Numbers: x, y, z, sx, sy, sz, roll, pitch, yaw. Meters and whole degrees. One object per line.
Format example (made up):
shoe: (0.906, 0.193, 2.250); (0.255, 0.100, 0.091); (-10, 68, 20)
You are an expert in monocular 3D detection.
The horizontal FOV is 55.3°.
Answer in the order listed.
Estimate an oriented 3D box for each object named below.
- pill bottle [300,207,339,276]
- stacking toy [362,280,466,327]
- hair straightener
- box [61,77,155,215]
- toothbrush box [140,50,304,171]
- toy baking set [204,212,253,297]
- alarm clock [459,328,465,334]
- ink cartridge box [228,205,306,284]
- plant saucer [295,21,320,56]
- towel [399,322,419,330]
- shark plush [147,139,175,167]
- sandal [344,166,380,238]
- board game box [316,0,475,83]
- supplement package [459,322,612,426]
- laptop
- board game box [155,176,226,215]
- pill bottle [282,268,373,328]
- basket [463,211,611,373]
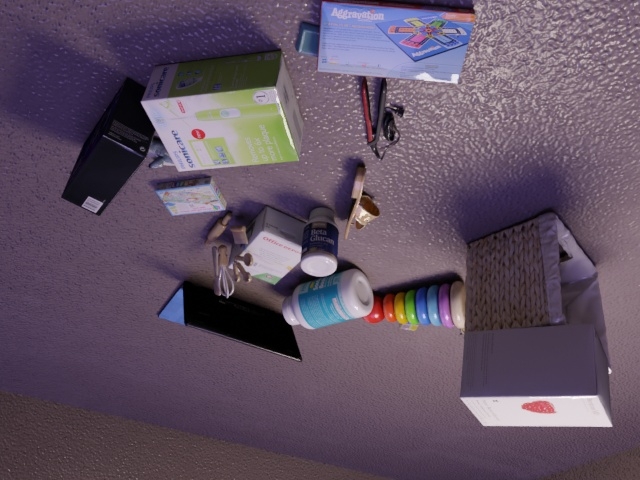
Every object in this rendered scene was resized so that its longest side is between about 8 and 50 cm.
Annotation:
pill bottle: (0.000, 0.000, 1.585); (0.094, 0.169, 0.094); (3, 143, 2)
stacking toy: (0.275, 0.203, 1.865); (0.331, 0.141, 0.141); (-5, 142, 22)
hair straightener: (0.140, -0.257, 1.327); (0.089, 0.047, 0.230); (-1, 143, 8)
box: (-0.462, -0.203, 1.360); (0.103, 0.184, 0.261); (30, 137, -25)
toothbrush box: (-0.197, -0.267, 1.295); (0.284, 0.122, 0.206); (-2, 142, 12)
toy baking set: (-0.264, 0.049, 1.687); (0.030, 0.196, 0.256); (-9, 161, -40)
alarm clock: (0.528, 0.256, 1.949); (0.192, 0.064, 0.129); (-9, 141, 21)
ink cartridge box: (-0.138, 0.018, 1.691); (0.154, 0.093, 0.212); (23, 142, -23)
plant saucer: (0.049, -0.376, 1.206); (0.192, 0.018, 0.067); (12, 142, -7)
towel: (0.302, 0.279, 2.052); (0.060, 0.009, 0.083); (9, 143, -4)
shark plush: (-0.345, -0.210, 1.448); (0.162, 0.073, 0.067); (4, 113, 9)
sandal: (0.112, -0.080, 1.534); (0.079, 0.088, 0.240); (11, 138, 3)
board game box: (0.137, -0.378, 1.163); (0.282, 0.027, 0.145); (5, 136, -2)
supplement package: (0.494, 0.315, 1.407); (0.293, 0.175, 0.177); (-10, 139, 31)
laptop: (-0.310, 0.312, 1.997); (0.382, 0.408, 0.236); (22, 106, -21)
board game box: (-0.336, -0.113, 1.594); (0.154, 0.026, 0.103); (-5, 142, 13)
pill bottle: (0.015, 0.184, 1.848); (0.264, 0.146, 0.146); (-19, 137, 28)
basket: (0.565, 0.162, 1.614); (0.267, 0.331, 0.328); (-18, 137, 36)
